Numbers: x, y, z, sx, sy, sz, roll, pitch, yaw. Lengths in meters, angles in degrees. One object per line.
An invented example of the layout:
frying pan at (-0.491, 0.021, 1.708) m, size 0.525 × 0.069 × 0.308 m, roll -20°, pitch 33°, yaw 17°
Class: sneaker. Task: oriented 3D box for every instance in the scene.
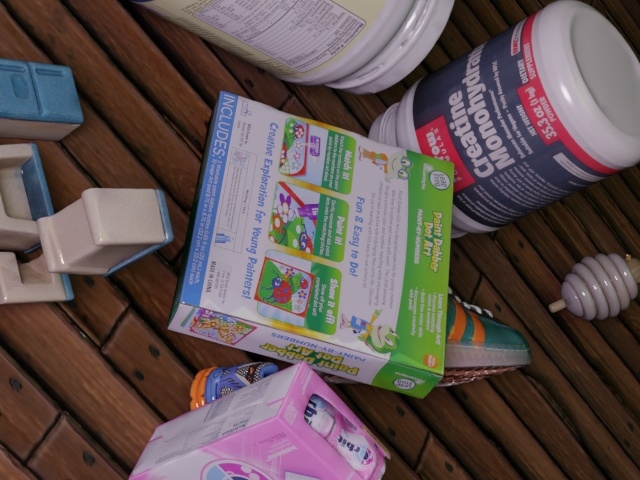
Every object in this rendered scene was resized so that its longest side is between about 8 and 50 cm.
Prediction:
sneaker at (0.106, 0.081, 1.306) m, size 0.302 × 0.108 × 0.121 m, roll 9°, pitch 66°, yaw -45°
sneaker at (-0.015, 0.185, 1.120) m, size 0.221 × 0.087 × 0.083 m, roll 43°, pitch 42°, yaw -24°

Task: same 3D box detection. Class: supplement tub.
supplement tub at (0.205, -0.122, 1.407) m, size 0.191 × 0.272 × 0.191 m, roll 27°, pitch 49°, yaw -37°
supplement tub at (-0.045, -0.291, 1.248) m, size 0.325 × 0.235 × 0.235 m, roll 22°, pitch 53°, yaw -40°

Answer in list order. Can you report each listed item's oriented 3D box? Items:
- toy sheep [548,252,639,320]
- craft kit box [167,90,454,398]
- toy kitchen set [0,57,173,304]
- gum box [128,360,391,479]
toy sheep at (0.343, 0.059, 1.601) m, size 0.091 × 0.132 × 0.091 m, roll 60°, pitch -4°, yaw 8°
craft kit box at (0.000, 0.000, 1.197) m, size 0.246 × 0.061 × 0.250 m, roll 15°, pitch 53°, yaw -10°
toy kitchen set at (-0.192, -0.066, 0.999) m, size 0.122 × 0.166 × 0.207 m, roll -1°, pitch 69°, yaw -49°
gum box at (-0.045, 0.174, 1.007) m, size 0.107 × 0.188 × 0.062 m, roll 47°, pitch 41°, yaw -19°
